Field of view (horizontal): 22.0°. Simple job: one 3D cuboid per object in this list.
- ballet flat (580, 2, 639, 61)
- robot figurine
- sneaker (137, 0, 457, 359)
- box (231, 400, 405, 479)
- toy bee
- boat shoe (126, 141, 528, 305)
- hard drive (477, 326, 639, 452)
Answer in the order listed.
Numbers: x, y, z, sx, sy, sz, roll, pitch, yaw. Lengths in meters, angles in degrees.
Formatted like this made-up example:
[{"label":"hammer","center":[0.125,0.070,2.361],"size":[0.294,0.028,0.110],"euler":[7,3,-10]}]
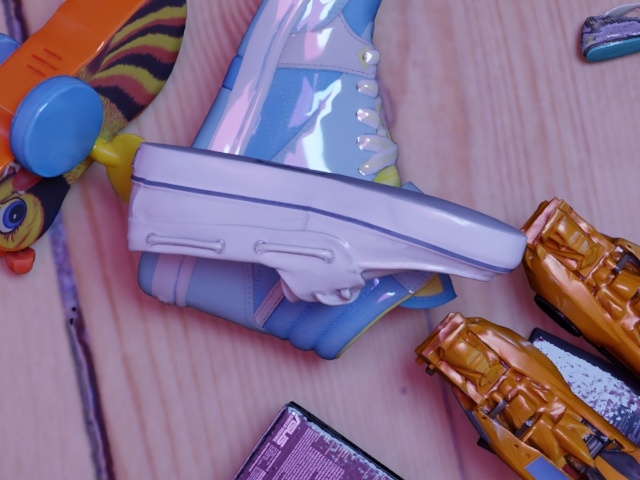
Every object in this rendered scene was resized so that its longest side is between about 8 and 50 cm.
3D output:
[{"label":"ballet flat","center":[0.243,-0.155,1.188],"size":[0.114,0.041,0.041],"euler":[-6,84,-1]},{"label":"robot figurine","center":[0.217,0.120,1.105],"size":[0.291,0.085,0.211],"euler":[41,85,-2]},{"label":"sneaker","center":[0.030,-0.065,1.140],"size":[0.208,0.127,0.319],"euler":[27,95,5]},{"label":"box","center":[-0.014,0.224,1.130],"size":[0.147,0.077,0.180],"euler":[35,86,4]},{"label":"toy bee","center":[-0.213,-0.066,1.146],"size":[0.298,0.162,0.195],"euler":[-25,53,-14]},{"label":"boat shoe","center":[0.000,0.000,1.044],"size":[0.258,0.095,0.084],"euler":[13,96,18]},{"label":"hard drive","center":[0.191,0.133,1.164],"size":[0.135,0.022,0.094],"euler":[27,85,3]}]
